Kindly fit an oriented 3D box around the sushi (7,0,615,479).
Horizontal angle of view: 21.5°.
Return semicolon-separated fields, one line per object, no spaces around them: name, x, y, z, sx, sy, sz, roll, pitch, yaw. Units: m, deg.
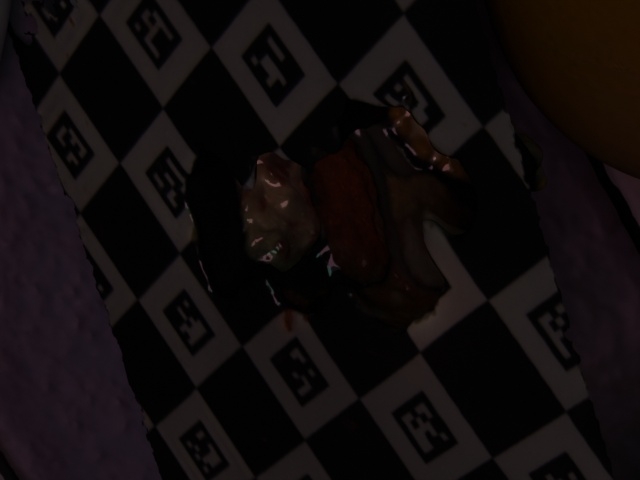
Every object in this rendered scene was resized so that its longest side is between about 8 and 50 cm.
sushi;0.000;0.000;0.715;0.290;0.050;0.264;-4;108;48

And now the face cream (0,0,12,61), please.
face cream;-0.170;-0.130;0.746;0.072;0.051;0.182;12;107;4

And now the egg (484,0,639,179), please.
egg;0.186;-0.155;0.581;0.250;0.250;0.322;34;124;-2
